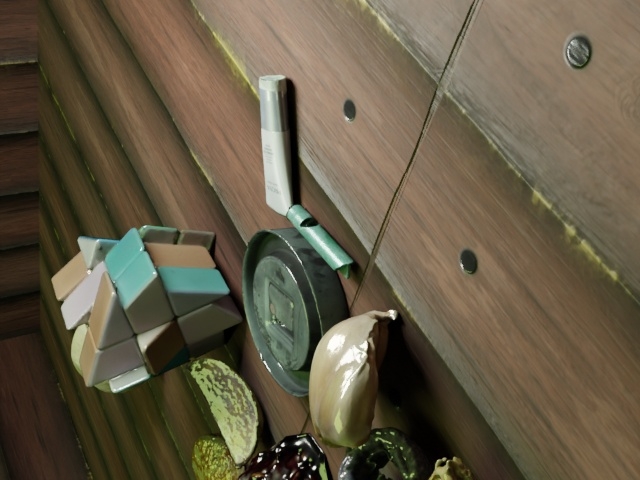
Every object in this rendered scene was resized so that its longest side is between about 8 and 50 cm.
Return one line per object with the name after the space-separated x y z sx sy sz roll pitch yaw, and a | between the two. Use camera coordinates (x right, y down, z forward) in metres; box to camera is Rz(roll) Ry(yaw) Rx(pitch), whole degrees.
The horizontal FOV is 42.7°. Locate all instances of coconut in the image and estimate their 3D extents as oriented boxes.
-0.613 0.325 2.440 0.266 0.237 0.237 12 111 53 | coconut

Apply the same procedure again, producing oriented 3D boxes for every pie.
-0.254 0.577 2.046 0.179 0.084 0.205 52 137 33 | pie

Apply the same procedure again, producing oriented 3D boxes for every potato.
-0.186 0.370 1.850 0.261 0.120 0.100 63 -168 13 | potato

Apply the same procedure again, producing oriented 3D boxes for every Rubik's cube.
-0.382 0.138 1.841 0.358 0.387 0.368 52 161 45 | Rubik's cube

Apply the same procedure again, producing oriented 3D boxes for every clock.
-0.052 0.129 1.526 0.319 0.066 0.319 34 130 52 | clock

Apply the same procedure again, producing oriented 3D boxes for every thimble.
0.106 0.366 1.248 0.098 0.150 0.150 42 -177 -47 | thimble

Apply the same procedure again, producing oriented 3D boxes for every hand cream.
-0.078 -0.167 1.470 0.079 0.048 0.255 28 126 53 | hand cream

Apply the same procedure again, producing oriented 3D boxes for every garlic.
0.036 0.206 1.270 0.217 0.110 0.228 118 173 -70 | garlic

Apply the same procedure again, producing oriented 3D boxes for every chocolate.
-0.095 0.517 1.646 0.224 0.177 0.206 -33 72 61 | chocolate

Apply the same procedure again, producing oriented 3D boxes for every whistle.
0.000 0.000 1.408 0.186 0.039 0.039 48 140 42 | whistle

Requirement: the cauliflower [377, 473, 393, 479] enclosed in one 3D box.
0.066 0.560 1.367 0.327 0.281 0.260 32 157 21 | cauliflower

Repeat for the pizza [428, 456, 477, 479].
0.201 0.437 1.140 0.189 0.071 0.297 20 120 33 | pizza
